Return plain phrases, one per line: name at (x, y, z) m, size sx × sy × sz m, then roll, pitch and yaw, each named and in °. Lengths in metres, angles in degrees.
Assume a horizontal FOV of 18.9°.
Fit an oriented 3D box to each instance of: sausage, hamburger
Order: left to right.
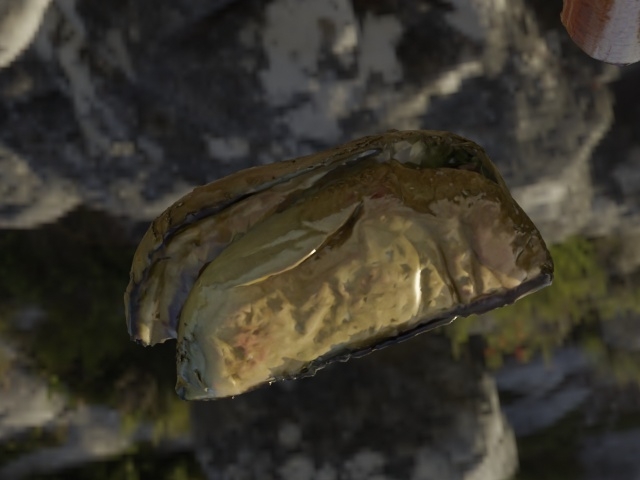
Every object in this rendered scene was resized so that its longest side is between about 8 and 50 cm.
hamburger at (0.000, 0.000, 1.188) m, size 0.262 × 0.124 × 0.131 m, roll -20°, pitch 128°, yaw -6°
sausage at (0.175, -0.167, 1.041) m, size 0.071 × 0.071 × 0.234 m, roll -6°, pitch 165°, yaw 0°
